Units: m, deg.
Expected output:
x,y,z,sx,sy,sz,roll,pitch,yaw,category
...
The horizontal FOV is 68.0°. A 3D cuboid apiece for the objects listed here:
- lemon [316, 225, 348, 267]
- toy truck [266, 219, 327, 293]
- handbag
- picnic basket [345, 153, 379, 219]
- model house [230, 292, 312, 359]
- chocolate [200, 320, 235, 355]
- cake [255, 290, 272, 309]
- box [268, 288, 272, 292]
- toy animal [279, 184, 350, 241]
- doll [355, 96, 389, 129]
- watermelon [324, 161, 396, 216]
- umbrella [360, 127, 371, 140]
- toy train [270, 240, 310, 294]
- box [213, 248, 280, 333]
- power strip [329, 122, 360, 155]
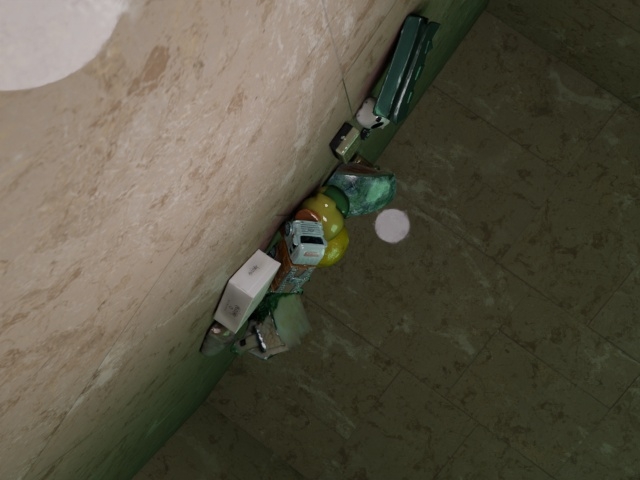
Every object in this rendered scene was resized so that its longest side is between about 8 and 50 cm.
x,y,z,sx,sy,sz,roll,pitch,yaw,category
0.000,0.000,2.219,0.257,0.258,0.310,-55,177,18,lemon
-0.092,0.067,1.736,0.305,0.136,0.162,-54,-139,45,toy truck
0.282,-0.552,1.540,0.238,0.089,0.326,-41,152,-59,handbag
0.168,-0.283,2.430,0.312,0.175,0.228,-51,177,10,picnic basket
-0.229,0.371,2.004,0.284,0.243,0.298,-29,172,21,model house
-0.407,0.391,1.999,0.185,0.100,0.303,-55,-179,-38,chocolate
-0.272,0.263,2.151,0.112,0.135,0.246,-52,176,-12,cake
-0.277,0.266,2.616,0.200,0.065,0.343,-54,176,-9,box
0.005,-0.094,1.903,0.216,0.191,0.338,-42,-177,37,toy animal
0.199,-0.460,1.719,0.110,0.107,0.181,-57,173,24,doll
0.149,-0.259,2.199,0.258,0.388,0.228,-112,-161,-50,watermelon
0.225,-0.507,2.036,0.188,0.050,0.046,122,-16,-45,umbrella
-0.142,0.130,2.082,0.301,0.203,0.120,119,-10,-61,toy train
-0.266,0.184,1.714,0.194,0.111,0.260,-52,177,-46,box
0.094,-0.346,1.714,0.105,0.070,0.257,-55,175,5,power strip
